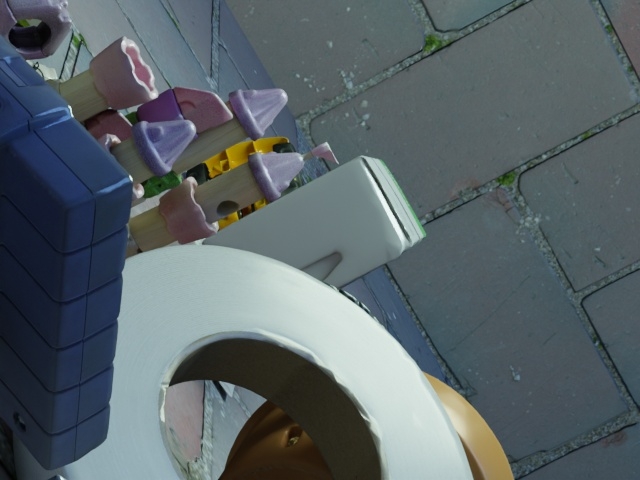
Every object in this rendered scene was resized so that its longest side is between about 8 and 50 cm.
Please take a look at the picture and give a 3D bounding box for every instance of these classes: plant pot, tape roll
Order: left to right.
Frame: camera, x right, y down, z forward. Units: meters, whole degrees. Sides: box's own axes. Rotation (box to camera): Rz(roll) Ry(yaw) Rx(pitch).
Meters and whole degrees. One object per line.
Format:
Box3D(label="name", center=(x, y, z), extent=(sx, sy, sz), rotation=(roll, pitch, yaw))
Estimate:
Box3D(label="tape roll", center=(-0.050, 0.177, 1.366), extent=(0.392, 0.072, 0.392), rotation=(21, 43, -22))
Box3D(label="plant pot", center=(0.013, 0.270, 1.583), extent=(0.291, 0.291, 0.203), rotation=(63, 26, 4))

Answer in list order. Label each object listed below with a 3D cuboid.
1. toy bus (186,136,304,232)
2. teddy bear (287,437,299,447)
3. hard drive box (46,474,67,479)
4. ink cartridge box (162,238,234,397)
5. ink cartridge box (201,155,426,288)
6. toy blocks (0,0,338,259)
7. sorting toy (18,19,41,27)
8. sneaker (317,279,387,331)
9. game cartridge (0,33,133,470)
Box3D(label="toy bus", center=(-0.082, -0.001, 2.287), extent=(0.220, 0.149, 0.211), rotation=(-99, 176, -59))
Box3D(label="teddy bear", center=(0.047, 0.325, 2.063), extent=(0.245, 0.113, 0.338), rotation=(53, 12, -37))
Box3D(label="hard drive box", center=(-0.150, 0.238, 0.934), extent=(0.232, 0.181, 0.089), rotation=(51, 13, -56))
Box3D(label="ink cartridge box", center=(-0.124, 0.071, 1.982), extent=(0.198, 0.067, 0.115), rotation=(61, 8, -11))
Box3D(label="ink cartridge box", center=(0.000, 0.000, 1.996), extent=(0.121, 0.211, 0.289), rotation=(62, 5, 2))
Box3D(label="toy blocks", center=(-0.156, -0.108, 1.703), extent=(0.288, 0.260, 0.309), rotation=(51, 14, -49))
Box3D(label="sorting toy", center=(-0.321, -0.252, 1.925), extent=(0.083, 0.045, 0.075), rotation=(-107, 173, -54))
Box3D(label="sneaker", center=(-0.078, 0.083, 1.603), extent=(0.130, 0.286, 0.109), rotation=(68, 29, -83))
Box3D(label="game cartridge", center=(-0.239, -0.056, 1.013), extent=(0.355, 0.068, 0.230), rotation=(43, -34, 29))
